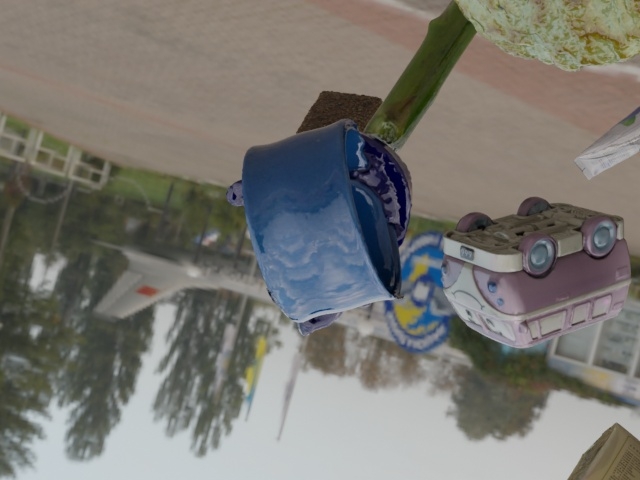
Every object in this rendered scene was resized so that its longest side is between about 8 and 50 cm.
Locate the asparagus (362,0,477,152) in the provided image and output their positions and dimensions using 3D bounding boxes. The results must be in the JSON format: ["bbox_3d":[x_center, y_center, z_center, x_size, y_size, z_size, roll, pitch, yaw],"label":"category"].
[{"bbox_3d":[0.152,-0.240,1.372,0.067,0.278,0.060,35,173,-23],"label":"asparagus"}]

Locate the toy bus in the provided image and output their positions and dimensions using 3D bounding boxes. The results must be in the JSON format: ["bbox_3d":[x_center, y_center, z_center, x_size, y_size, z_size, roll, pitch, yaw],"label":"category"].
[{"bbox_3d":[0.252,0.038,1.165,0.202,0.142,0.142,-14,-159,-27],"label":"toy bus"}]

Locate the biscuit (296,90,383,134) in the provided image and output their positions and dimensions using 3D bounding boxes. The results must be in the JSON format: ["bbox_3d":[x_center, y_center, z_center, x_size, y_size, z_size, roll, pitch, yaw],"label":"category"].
[{"bbox_3d":[0.035,-0.218,1.799,0.131,0.025,0.231,7,-147,10],"label":"biscuit"}]

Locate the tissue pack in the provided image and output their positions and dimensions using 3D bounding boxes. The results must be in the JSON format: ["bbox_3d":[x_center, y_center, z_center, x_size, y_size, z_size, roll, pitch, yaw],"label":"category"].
[{"bbox_3d":[0.453,0.401,1.382,0.234,0.159,0.125,39,139,11],"label":"tissue pack"}]

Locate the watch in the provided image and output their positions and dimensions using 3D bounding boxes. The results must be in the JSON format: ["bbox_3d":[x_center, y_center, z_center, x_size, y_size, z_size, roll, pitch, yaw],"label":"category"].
[{"bbox_3d":[0.003,-0.009,0.902,0.171,0.196,0.200,-25,-173,14],"label":"watch"}]

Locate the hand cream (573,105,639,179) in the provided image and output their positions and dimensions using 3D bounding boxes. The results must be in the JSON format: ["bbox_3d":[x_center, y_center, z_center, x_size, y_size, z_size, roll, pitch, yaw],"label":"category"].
[{"bbox_3d":[0.413,-0.138,1.339,0.084,0.142,0.053,28,-148,-56],"label":"hand cream"}]

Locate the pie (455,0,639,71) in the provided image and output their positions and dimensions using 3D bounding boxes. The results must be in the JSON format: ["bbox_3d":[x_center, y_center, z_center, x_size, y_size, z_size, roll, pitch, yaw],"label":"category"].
[{"bbox_3d":[0.241,-0.273,1.026,0.248,0.090,0.201,33,151,14],"label":"pie"}]
